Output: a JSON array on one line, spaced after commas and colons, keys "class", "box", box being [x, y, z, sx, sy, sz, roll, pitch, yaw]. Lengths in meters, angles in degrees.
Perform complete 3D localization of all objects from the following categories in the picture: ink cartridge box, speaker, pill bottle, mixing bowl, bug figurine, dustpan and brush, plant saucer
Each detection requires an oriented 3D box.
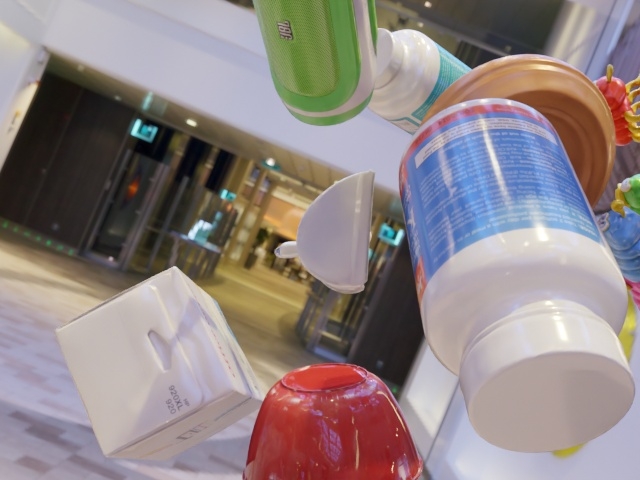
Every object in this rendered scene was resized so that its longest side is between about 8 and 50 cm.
[{"class": "ink cartridge box", "box": [-0.192, 0.165, 1.017, 0.171, 0.168, 0.233, 61, -3, 17]}, {"class": "speaker", "box": [-0.011, -0.262, 0.856, 0.131, 0.131, 0.296, 22, -29, 24]}, {"class": "pill bottle", "box": [0.121, 0.016, 0.514, 0.124, 0.124, 0.221, 23, 36, -20]}, {"class": "pill bottle", "box": [0.164, -0.249, 1.311, 0.146, 0.146, 0.264, 21, 0, 45]}, {"class": "mixing bowl", "box": [0.009, 0.181, 0.796, 0.181, 0.098, 0.181, -4, 7, 0]}, {"class": "bug figurine", "box": [0.313, -0.033, 0.790, 0.072, 0.279, 0.216, -15, -50, 28]}, {"class": "dustpan and brush", "box": [0.000, 0.000, 1.015, 0.211, 0.147, 0.060, -8, -19, 42]}, {"class": "plant saucer", "box": [0.177, -0.064, 0.719, 0.200, 0.200, 0.037, 24, 17, -23]}]
